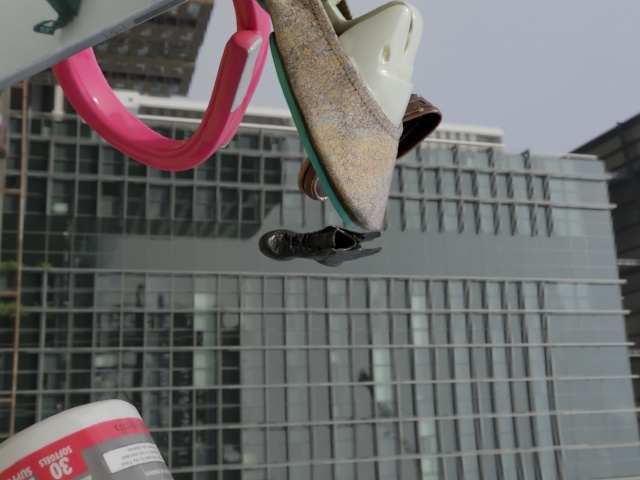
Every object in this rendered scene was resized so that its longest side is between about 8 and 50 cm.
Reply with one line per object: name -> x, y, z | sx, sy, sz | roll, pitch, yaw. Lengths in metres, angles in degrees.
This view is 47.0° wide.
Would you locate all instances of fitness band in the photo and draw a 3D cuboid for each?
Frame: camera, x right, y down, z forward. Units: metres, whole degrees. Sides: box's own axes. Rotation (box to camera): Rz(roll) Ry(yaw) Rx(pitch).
fitness band -> -0.155, -0.187, 0.680 | 0.054, 0.209, 0.291 | -55, 179, -40

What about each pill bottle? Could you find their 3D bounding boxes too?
pill bottle -> -0.177, 0.319, 0.653 | 0.318, 0.176, 0.176 | 55, -32, 21

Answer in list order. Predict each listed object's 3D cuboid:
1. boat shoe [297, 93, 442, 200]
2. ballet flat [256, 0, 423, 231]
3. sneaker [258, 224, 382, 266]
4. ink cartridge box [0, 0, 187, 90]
boat shoe -> 0.065, -0.119, 0.942 | 0.073, 0.207, 0.073 | 39, -17, 39
ballet flat -> 0.007, -0.164, 0.511 | 0.316, 0.106, 0.107 | 66, 18, 0
sneaker -> 0.000, 0.002, 1.104 | 0.089, 0.170, 0.051 | 138, -42, -59
ink cartridge box -> -0.237, -0.237, 0.508 | 0.239, 0.275, 0.060 | 64, -5, -14
